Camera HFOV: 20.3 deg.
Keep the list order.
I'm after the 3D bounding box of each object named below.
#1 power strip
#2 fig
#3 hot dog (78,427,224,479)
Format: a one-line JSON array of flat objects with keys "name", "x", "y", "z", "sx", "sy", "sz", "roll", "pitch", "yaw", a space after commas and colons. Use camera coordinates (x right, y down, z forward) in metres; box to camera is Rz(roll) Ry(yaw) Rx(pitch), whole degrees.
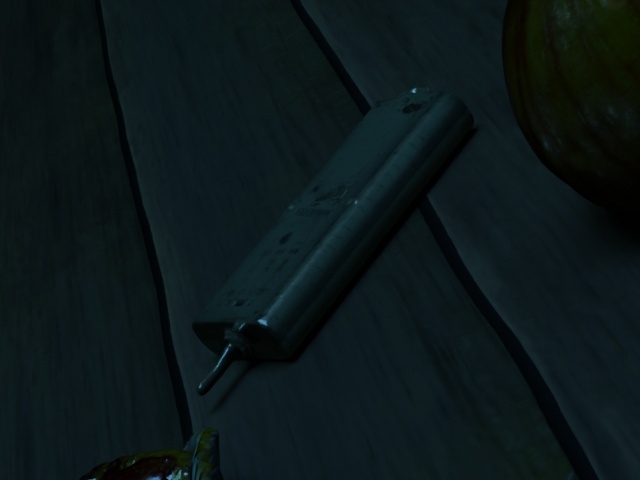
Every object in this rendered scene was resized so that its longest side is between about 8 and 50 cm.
[{"name": "power strip", "x": 0.000, "y": 0.000, "z": 1.155, "sx": 0.092, "sy": 0.034, "sz": 0.268, "roll": -3, "pitch": 41, "yaw": 53}, {"name": "fig", "x": 0.161, "y": -0.127, "z": 0.933, "sx": 0.175, "sy": 0.207, "sz": 0.175, "roll": -36, "pitch": 15, "yaw": 11}, {"name": "hot dog", "x": -0.156, "y": 0.195, "z": 0.973, "sx": 0.270, "sy": 0.082, "sz": 0.162, "roll": -32, "pitch": 25, "yaw": 13}]
